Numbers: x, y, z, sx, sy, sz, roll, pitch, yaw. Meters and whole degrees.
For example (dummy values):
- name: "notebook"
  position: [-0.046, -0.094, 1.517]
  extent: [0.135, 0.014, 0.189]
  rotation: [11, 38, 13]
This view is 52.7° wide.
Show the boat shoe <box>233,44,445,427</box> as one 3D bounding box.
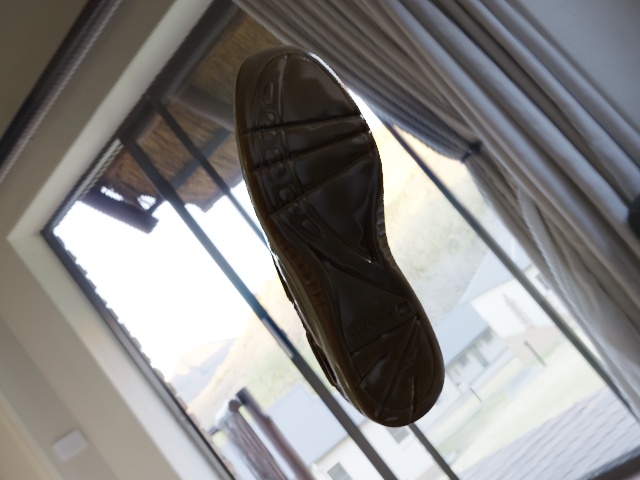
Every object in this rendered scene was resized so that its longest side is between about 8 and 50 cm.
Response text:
- name: "boat shoe"
  position: [0.000, 0.000, 0.589]
  extent: [0.123, 0.342, 0.123]
  rotation: [-24, 1, -22]
